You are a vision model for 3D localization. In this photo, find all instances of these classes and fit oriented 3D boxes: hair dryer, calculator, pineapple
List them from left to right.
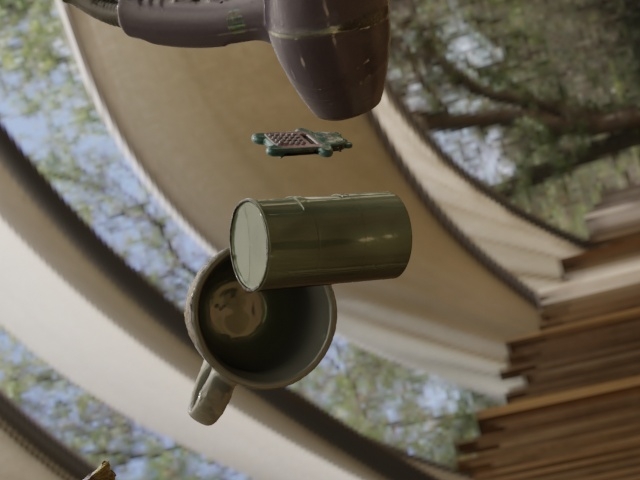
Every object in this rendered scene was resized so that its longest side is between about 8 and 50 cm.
[{"bbox_3d":[-0.232,0.263,1.323,0.083,0.019,0.045,-37,-77,-48],"label":"pineapple"},{"bbox_3d":[-0.113,-0.262,1.271,0.121,0.361,0.301,-50,-47,-51],"label":"hair dryer"},{"bbox_3d":[-0.023,-0.138,1.846,0.094,0.141,0.019,42,130,51],"label":"calculator"}]

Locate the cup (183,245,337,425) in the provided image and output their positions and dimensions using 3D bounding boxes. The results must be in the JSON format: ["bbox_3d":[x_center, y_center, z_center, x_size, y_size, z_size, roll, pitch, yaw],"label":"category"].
[{"bbox_3d":[-0.126,0.151,2.069,0.301,0.227,0.257,-64,9,-9],"label":"cup"}]

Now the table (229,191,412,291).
[{"bbox_3d":[0.000,0.000,1.773,0.126,0.220,0.126,13,105,62],"label":"table"}]
